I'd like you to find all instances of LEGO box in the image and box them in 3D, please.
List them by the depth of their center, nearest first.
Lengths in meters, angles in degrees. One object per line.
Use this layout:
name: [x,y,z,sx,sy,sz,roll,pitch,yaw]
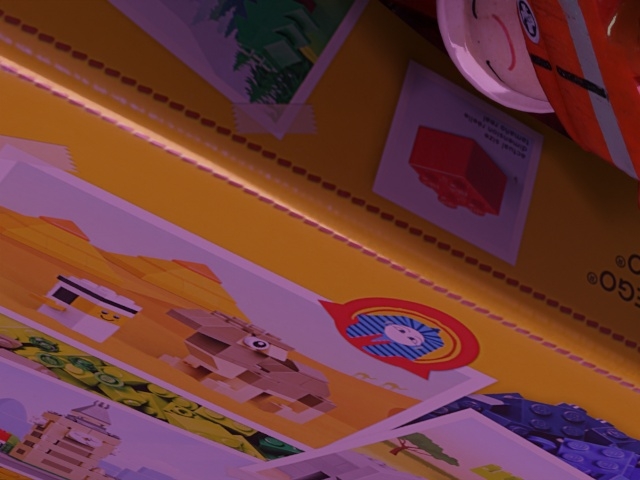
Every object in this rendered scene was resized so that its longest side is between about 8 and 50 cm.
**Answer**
LEGO box: [0.000,0.000,0.635,0.500,0.193,0.372,27,152,-18]

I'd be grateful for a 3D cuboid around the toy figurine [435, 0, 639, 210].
toy figurine: [0.153,-0.086,0.374,0.213,0.209,0.148,19,-169,-16]
